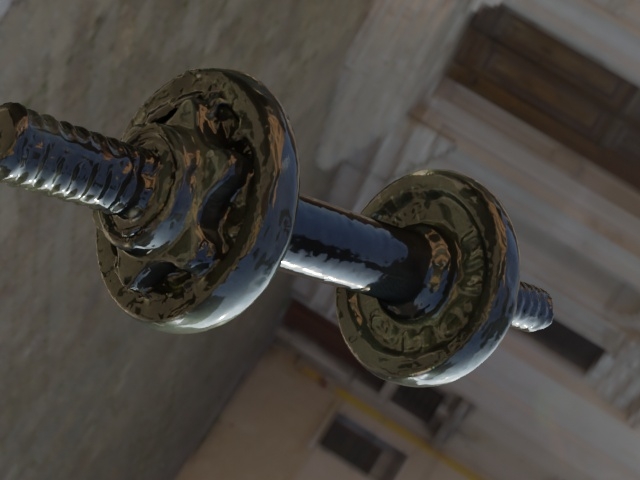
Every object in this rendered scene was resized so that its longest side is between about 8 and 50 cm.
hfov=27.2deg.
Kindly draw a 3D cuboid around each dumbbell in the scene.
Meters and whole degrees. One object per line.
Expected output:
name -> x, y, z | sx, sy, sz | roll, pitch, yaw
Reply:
dumbbell -> 0.000, 0.000, 0.431 | 0.254, 0.081, 0.081 | 17, 108, -46
